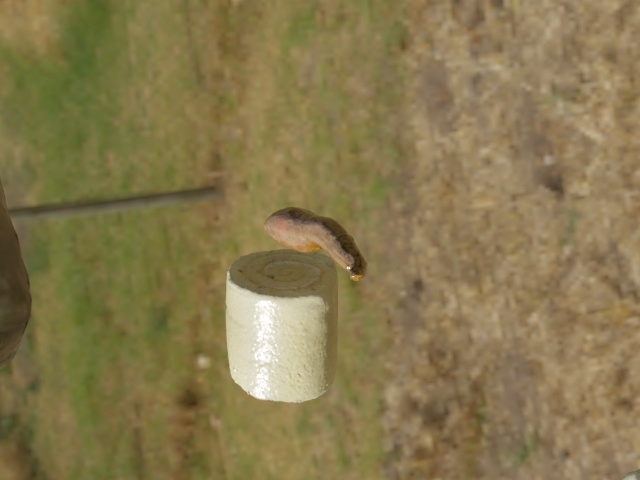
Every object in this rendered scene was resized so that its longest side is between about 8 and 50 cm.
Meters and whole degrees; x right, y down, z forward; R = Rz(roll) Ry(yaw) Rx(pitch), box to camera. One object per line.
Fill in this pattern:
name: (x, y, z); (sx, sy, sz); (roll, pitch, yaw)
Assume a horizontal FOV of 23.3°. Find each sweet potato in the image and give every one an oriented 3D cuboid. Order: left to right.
sweet potato: (0.000, 0.000, 1.656); (0.214, 0.050, 0.050); (24, 120, 59)

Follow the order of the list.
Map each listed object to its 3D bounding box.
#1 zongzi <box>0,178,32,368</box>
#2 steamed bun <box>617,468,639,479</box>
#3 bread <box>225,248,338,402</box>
zongzi: (-0.366, 0.043, 0.489); (0.432, 0.403, 0.207); (-18, 82, 40)
steamed bun: (0.339, 0.399, 1.448); (0.346, 0.237, 0.394); (55, 175, 5)
bread: (-0.045, 0.098, 1.822); (0.148, 0.134, 0.141); (-51, -36, -64)
